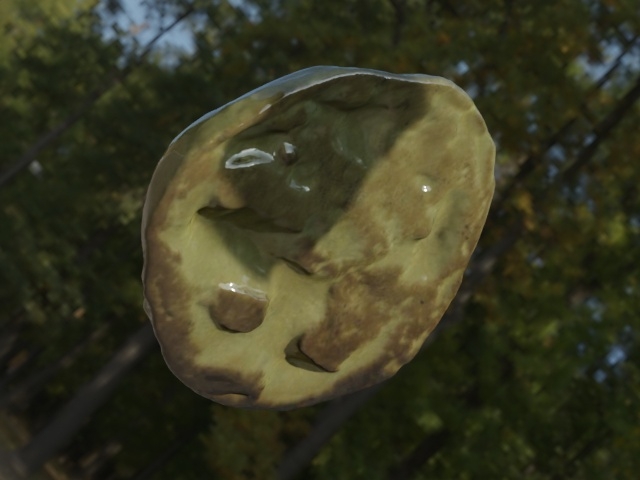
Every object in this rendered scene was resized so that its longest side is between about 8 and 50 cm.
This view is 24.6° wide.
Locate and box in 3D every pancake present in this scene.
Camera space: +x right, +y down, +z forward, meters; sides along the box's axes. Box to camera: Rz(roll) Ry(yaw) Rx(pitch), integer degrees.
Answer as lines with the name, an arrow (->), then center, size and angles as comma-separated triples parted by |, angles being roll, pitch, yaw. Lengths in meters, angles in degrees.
pancake -> 0.000, 0.000, 1.031 | 0.049, 0.294, 0.294 | 50, -8, 46
